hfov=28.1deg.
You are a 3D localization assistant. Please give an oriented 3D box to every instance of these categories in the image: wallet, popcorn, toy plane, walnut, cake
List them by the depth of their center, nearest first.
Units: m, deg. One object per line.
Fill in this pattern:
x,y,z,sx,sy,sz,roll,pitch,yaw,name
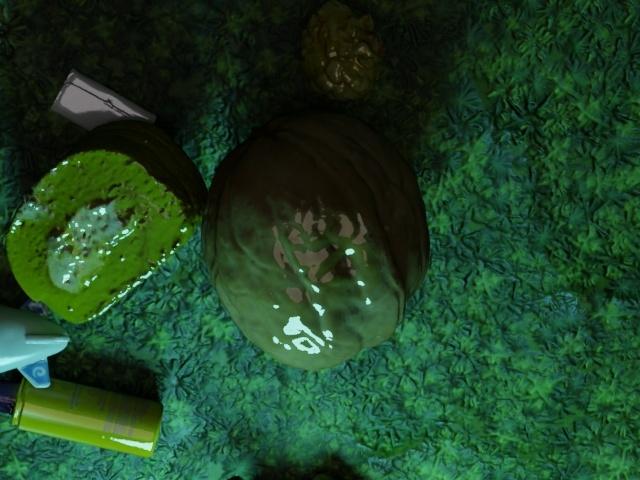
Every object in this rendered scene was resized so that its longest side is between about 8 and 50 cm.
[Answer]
0.032,-0.228,1.557,0.106,0.120,0.116,13,122,-44,popcorn
-0.001,0.000,1.562,0.252,0.277,0.313,-11,120,34,walnut
-0.274,-0.027,1.588,0.260,0.156,0.179,-38,100,21,cake
-0.273,-0.161,1.609,0.122,0.025,0.061,29,100,-13,wallet
-0.459,0.126,1.640,0.267,0.122,0.267,2,84,-18,toy plane

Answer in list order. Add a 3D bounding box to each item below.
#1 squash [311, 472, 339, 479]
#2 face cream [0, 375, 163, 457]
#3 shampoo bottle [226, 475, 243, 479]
0.066,0.420,1.828,0.066,0.066,0.229,-41,106,12,squash
-0.353,0.227,1.723,0.273,0.078,0.078,14,109,-9,face cream
-0.039,0.445,1.810,0.098,0.071,0.309,-34,117,8,shampoo bottle
